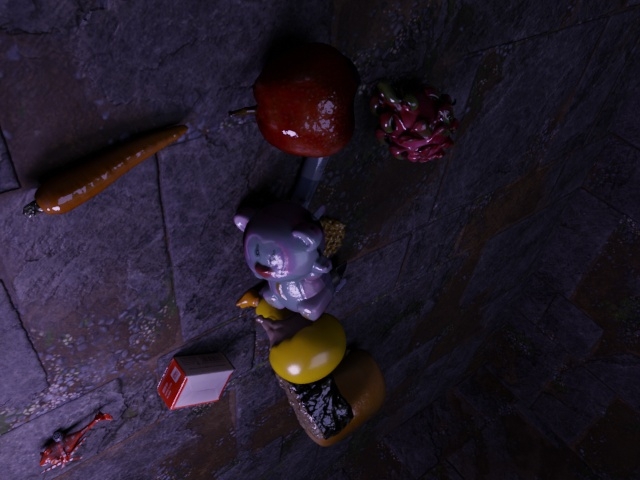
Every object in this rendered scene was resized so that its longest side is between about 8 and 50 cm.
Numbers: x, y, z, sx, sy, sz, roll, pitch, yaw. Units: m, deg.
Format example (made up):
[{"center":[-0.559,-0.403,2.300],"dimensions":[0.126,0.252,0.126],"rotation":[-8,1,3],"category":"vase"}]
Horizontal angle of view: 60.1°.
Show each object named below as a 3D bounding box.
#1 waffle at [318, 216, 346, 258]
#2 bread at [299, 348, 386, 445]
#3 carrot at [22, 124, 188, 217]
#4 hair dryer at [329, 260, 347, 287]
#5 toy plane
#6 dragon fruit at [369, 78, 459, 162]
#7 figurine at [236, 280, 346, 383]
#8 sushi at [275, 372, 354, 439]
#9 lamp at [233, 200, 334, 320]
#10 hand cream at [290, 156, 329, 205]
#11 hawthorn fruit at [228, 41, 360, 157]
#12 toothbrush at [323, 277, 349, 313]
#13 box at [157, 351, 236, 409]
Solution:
[{"center":[-0.002,0.004,1.629],"dimensions":[0.191,0.038,0.191],"rotation":[-29,144,-24],"category":"waffle"},{"center":[0.085,0.661,2.277],"dimensions":[0.376,0.253,0.348],"rotation":[-24,146,-27],"category":"bread"},{"center":[-0.387,-0.135,1.016],"dimensions":[0.336,0.069,0.069],"rotation":[-35,147,-20],"category":"carrot"},{"center":[0.005,0.175,1.819],"dimensions":[0.196,0.078,0.248],"rotation":[-33,156,-19],"category":"hair dryer"},{"center":[-0.651,0.518,1.452],"dimensions":[0.194,0.077,0.126],"rotation":[-52,152,-4],"category":"toy plane"},{"center":[0.234,-0.300,1.419],"dimensions":[0.273,0.218,0.198],"rotation":[-7,95,-38],"category":"dragon fruit"},{"center":[-0.082,0.239,1.522],"dimensions":[0.215,0.344,0.187],"rotation":[-41,143,-10],"category":"figurine"},{"center":[-0.028,0.556,1.979],"dimensions":[0.171,0.211,0.350],"rotation":[-36,111,-23],"category":"sushi"},{"center":[-0.060,0.029,1.378],"dimensions":[0.247,0.247,0.301],"rotation":[-51,140,-28],"category":"lamp"},{"center":[-0.011,-0.193,1.389],"dimensions":[0.079,0.048,0.255],"rotation":[-12,134,-47],"category":"hand cream"},{"center":[-0.050,-0.274,1.114],"dimensions":[0.266,0.210,0.230],"rotation":[-14,144,-18],"category":"hawthorn fruit"},{"center":[-0.001,0.256,1.932],"dimensions":[0.321,0.023,0.031],"rotation":[-52,144,12],"category":"toothbrush"},{"center":[-0.364,0.405,1.622],"dimensions":[0.182,0.099,0.133],"rotation":[4,121,-48],"category":"box"}]
